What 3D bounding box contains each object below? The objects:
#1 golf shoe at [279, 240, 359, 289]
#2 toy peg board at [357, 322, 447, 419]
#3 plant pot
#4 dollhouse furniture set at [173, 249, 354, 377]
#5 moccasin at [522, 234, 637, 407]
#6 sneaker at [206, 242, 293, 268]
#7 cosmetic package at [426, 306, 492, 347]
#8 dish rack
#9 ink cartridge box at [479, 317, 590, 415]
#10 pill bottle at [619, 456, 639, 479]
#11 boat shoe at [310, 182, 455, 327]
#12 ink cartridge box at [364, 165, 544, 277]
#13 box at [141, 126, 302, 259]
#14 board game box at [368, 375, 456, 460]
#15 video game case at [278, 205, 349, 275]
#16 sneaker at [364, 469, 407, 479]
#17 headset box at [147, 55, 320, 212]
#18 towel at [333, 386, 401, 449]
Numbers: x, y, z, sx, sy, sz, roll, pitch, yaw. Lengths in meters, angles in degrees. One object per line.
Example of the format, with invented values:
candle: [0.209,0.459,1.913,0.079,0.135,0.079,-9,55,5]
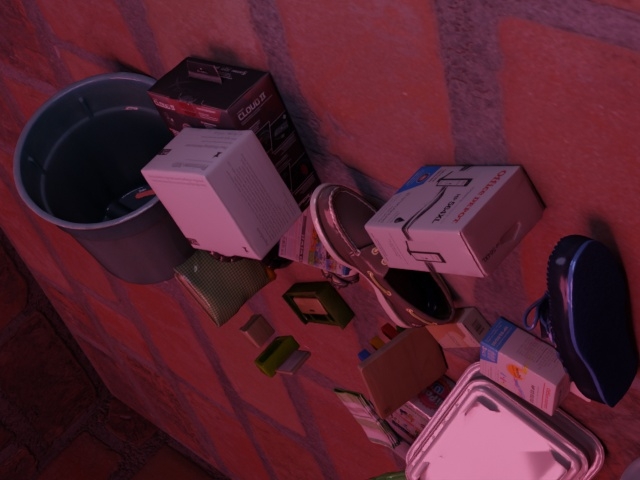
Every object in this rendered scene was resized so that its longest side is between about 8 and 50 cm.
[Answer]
golf shoe: [0.000,0.000,1.889,0.198,0.077,0.094,35,132,22]
toy peg board: [0.138,0.223,1.926,0.079,0.160,0.161,42,161,45]
plant pot: [-0.378,-0.093,2.026,0.341,0.341,0.334,32,161,24]
dollhouse furniture set: [-0.115,0.109,2.064,0.301,0.197,0.151,52,156,-19]
moccasin: [0.352,0.119,1.443,0.117,0.137,0.342,28,151,41]
sneaker: [-0.154,-0.014,1.953,0.267,0.101,0.106,22,-161,-51]
cosmetic package: [0.240,0.152,1.779,0.060,0.041,0.115,49,155,-12]
dish rack: [0.313,0.408,1.848,0.285,0.072,0.333,37,124,11]
ink cartridge box: [0.353,0.216,1.683,0.181,0.061,0.104,30,153,27]
pill bottle: [0.572,0.434,1.646,0.184,0.103,0.103,48,155,-9]
boat shoe: [0.108,0.026,1.698,0.096,0.116,0.324,-1,134,52]
ink cartridge box: [0.186,-0.031,1.438,0.203,0.148,0.086,3,132,54]
box: [-0.160,-0.078,1.663,0.181,0.119,0.182,8,139,46]
board game box: [0.209,0.368,2.110,0.224,0.097,0.303,36,156,14]
video game case: [-0.008,-0.013,1.832,0.166,0.015,0.119,16,104,41]
sneaker: [0.284,0.598,2.082,0.482,0.202,0.185,27,147,-21]
headset box: [-0.150,-0.180,1.758,0.218,0.110,0.293,18,146,43]
towel: [0.094,0.374,2.156,0.152,0.023,0.113,53,155,-18]
